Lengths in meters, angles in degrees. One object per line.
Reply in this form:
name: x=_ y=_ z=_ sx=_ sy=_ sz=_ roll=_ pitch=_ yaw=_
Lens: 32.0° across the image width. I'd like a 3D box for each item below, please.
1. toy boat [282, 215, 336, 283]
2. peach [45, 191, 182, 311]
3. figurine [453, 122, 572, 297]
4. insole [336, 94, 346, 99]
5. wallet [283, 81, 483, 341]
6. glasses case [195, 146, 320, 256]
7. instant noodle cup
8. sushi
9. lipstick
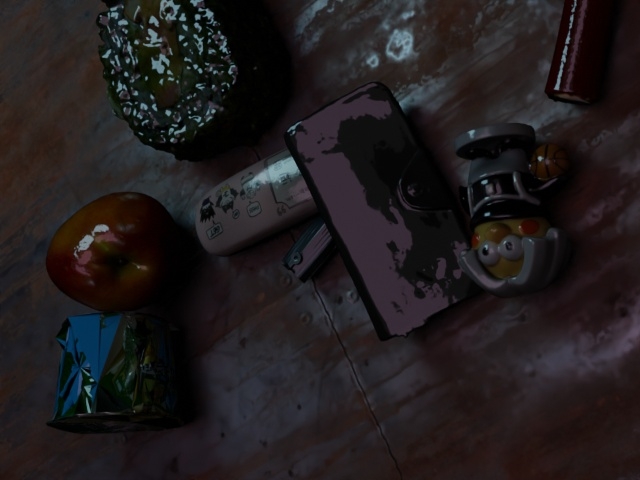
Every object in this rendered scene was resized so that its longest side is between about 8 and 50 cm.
toy boat: x=0.000 y=0.000 z=1.795 sx=0.055 sy=0.060 sz=0.141 roll=45 pitch=102 yaw=27
peach: x=-0.352 y=0.023 z=1.918 sx=0.243 sy=0.243 sz=0.200 roll=-8 pitch=108 yaw=32
figurine: x=0.275 y=-0.039 z=1.578 sx=0.176 sy=0.133 sz=0.236 roll=-14 pitch=75 yaw=34
insole: x=0.070 y=-0.146 z=1.766 sx=0.004 sy=0.065 sz=0.197 roll=118 pitch=133 yaw=-65
wallet: x=0.100 y=-0.046 z=1.699 sx=0.197 sy=0.051 sz=0.378 roll=-27 pitch=78 yaw=11
glasses case: x=-0.078 y=-0.073 z=1.838 sx=0.314 sy=0.075 sz=0.122 roll=-25 pitch=74 yaw=26
instant noodle cup: x=-0.347 y=0.228 z=1.911 sx=0.240 sy=0.240 sz=0.178 roll=-14 pitch=70 yaw=31
sushi: x=-0.227 y=-0.310 z=1.898 sx=0.294 sy=0.178 sz=0.352 roll=-33 pitch=72 yaw=29
lipstick: x=0.374 y=-0.313 z=1.569 sx=0.080 sy=0.080 sz=0.241 roll=11 pitch=92 yaw=33
